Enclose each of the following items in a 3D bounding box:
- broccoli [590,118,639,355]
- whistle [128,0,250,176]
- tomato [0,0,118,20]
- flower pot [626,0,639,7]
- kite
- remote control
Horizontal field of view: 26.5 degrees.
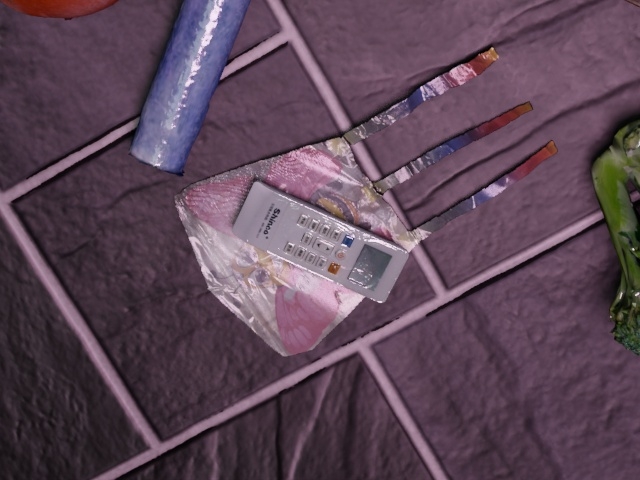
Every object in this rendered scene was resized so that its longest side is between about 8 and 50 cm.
[{"bbox_3d":[0.366,-0.016,1.200,0.294,0.265,0.245,-37,64,5],"label":"broccoli"},{"bbox_3d":[-0.098,-0.208,1.245,0.062,0.062,0.304,22,104,-2],"label":"whistle"},{"bbox_3d":[-0.247,-0.310,1.206,0.199,0.112,0.228,10,102,3],"label":"tomato"},{"bbox_3d":[0.331,-0.282,1.171,0.251,0.084,0.178,25,91,-3],"label":"flower pot"},{"bbox_3d":[0.040,-0.043,1.300,0.360,0.022,0.204,-34,100,12],"label":"kite"},{"bbox_3d":[0.000,0.000,1.293,0.162,0.029,0.061,25,111,-6],"label":"remote control"}]
